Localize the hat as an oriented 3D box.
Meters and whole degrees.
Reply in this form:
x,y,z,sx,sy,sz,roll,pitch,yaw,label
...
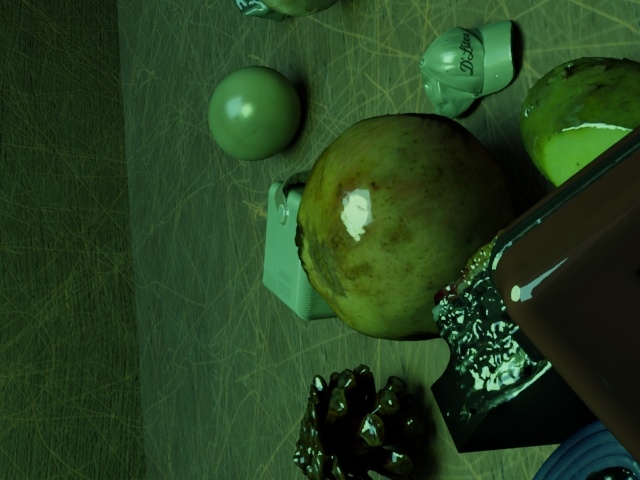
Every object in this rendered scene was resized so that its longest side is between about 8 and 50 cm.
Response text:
x,y,z,sx,sy,sz,roll,pitch,yaw,label
0.204,-0.239,1.163,0.166,0.081,0.122,-4,88,54,hat

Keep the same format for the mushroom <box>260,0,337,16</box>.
x,y,z,sx,sy,sz,roll,pitch,yaw,label
-0.009,-0.526,1.412,0.290,0.292,0.293,21,108,44,mushroom

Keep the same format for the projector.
x,y,z,sx,sy,sz,roll,pitch,yaw,label
0.000,0.000,1.458,0.177,0.163,0.243,30,118,59,projector

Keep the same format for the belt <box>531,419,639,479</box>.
x,y,z,sx,sy,sz,roll,pitch,yaw,label
0.310,0.332,0.870,0.212,0.117,0.347,60,139,48,belt

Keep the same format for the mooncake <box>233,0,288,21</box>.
x,y,z,sx,sy,sz,roll,pitch,yaw,label
-0.119,-0.619,1.756,0.250,0.136,0.254,111,148,-42,mooncake

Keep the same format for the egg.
x,y,z,sx,sy,sz,roll,pitch,yaw,label
-0.138,-0.257,1.718,0.241,0.186,0.186,143,124,-60,egg

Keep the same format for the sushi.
x,y,z,sx,sy,sz,roll,pitch,yaw,label
0.248,0.080,0.892,0.212,0.215,0.227,-113,34,-40,sushi

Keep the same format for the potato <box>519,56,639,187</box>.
x,y,z,sx,sy,sz,roll,pitch,yaw,label
0.308,-0.098,0.823,0.298,0.176,0.141,49,161,58,potato

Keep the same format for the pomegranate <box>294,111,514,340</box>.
x,y,z,sx,sy,sz,roll,pitch,yaw,label
0.112,-0.015,1.103,0.322,0.322,0.322,-5,84,64,pomegranate

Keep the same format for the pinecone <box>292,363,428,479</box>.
x,y,z,sx,sy,sz,roll,pitch,yaw,label
0.061,0.300,1.279,0.202,0.201,0.229,121,144,-52,pinecone

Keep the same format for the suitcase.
x,y,z,sx,sy,sz,roll,pitch,yaw,label
0.299,0.060,0.651,0.236,0.297,0.161,-41,8,18,suitcase
